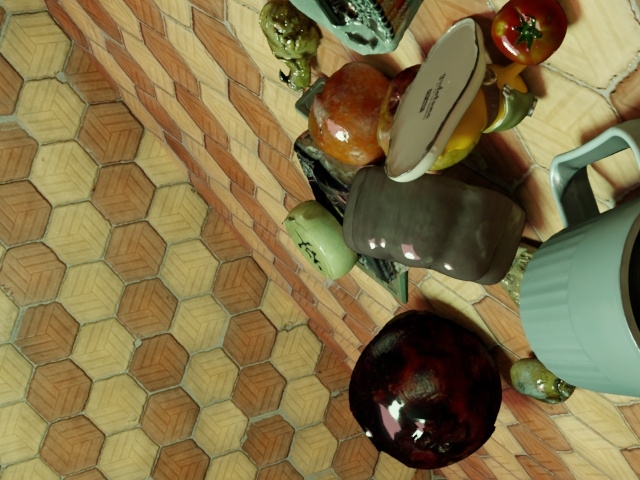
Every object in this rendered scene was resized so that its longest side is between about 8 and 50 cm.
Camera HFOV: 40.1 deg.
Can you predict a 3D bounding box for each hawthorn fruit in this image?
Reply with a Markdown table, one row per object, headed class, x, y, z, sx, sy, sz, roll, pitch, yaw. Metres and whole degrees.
| class | x | y | z | sx | sy | sz | roll | pitch | yaw |
| --- | --- | --- | --- | --- | --- | --- | --- | --- | --- |
| hawthorn fruit | 0.068 | -0.210 | 1.487 | 0.173 | 0.173 | 0.173 | 42 | 165 | 14 |

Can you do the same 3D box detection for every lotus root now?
| class | x | y | z | sx | sy | sz | roll | pitch | yaw |
| --- | --- | --- | --- | --- | --- | --- | --- | --- | --- |
| lotus root | 0.480 | 0.300 | 1.870 | 0.113 | 0.088 | 0.192 | 32 | 168 | -13 |

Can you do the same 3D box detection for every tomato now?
| class | x | y | z | sx | sy | sz | roll | pitch | yaw |
| --- | --- | --- | --- | --- | --- | --- | --- | --- | --- |
| tomato | 0.247 | -0.251 | 1.035 | 0.087 | 0.087 | 0.075 | 48 | -159 | -8 |

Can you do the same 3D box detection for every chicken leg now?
| class | x | y | z | sx | sy | sz | roll | pitch | yaw |
| --- | --- | --- | --- | --- | --- | --- | --- | --- | --- |
| chicken leg | -0.047 | -0.344 | 1.599 | 0.103 | 0.088 | 0.227 | 23 | 153 | 27 |

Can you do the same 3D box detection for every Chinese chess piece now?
| class | x | y | z | sx | sy | sz | roll | pitch | yaw |
| --- | --- | --- | --- | --- | --- | --- | --- | --- | --- |
| Chinese chess piece | 0.000 | 0.000 | 1.941 | 0.188 | 0.083 | 0.188 | 48 | 164 | 18 |

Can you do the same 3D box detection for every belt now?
| class | x | y | z | sx | sy | sz | roll | pitch | yaw |
| --- | --- | --- | --- | --- | --- | --- | --- | --- | --- |
| belt | 0.033 | -0.366 | 1.151 | 0.207 | 0.150 | 0.257 | 31 | 170 | 39 |

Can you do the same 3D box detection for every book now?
| class | x | y | z | sx | sy | sz | roll | pitch | yaw |
| --- | --- | --- | --- | --- | --- | --- | --- | --- | --- |
| book | 0.143 | 0.053 | 2.277 | 0.215 | 0.025 | 0.282 | 40 | 165 | 19 |

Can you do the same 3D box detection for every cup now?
| class | x | y | z | sx | sy | sz | roll | pitch | yaw |
| --- | --- | --- | --- | --- | --- | --- | --- | --- | --- |
| cup | 0.391 | 0.049 | 1.091 | 0.331 | 0.257 | 0.311 | 45 | 167 | -1 |

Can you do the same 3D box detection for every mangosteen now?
| class | x | y | z | sx | sy | sz | roll | pitch | yaw |
| --- | --- | --- | --- | --- | --- | --- | --- | --- | --- |
| mangosteen | 0.242 | 0.370 | 2.172 | 0.381 | 0.381 | 0.421 | 50 | 165 | -17 |

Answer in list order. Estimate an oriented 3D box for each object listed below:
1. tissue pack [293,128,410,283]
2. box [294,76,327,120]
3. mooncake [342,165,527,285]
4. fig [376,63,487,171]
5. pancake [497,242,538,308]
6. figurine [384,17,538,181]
| class | x | y | z | sx | sy | sz | roll | pitch | yaw |
| --- | --- | --- | --- | --- | --- | --- | --- | --- | --- |
| tissue pack | 0.076 | -0.081 | 1.916 | 0.245 | 0.123 | 0.332 | 40 | 163 | 44 |
| box | 0.021 | -0.244 | 1.687 | 0.122 | 0.089 | 0.062 | 41 | 175 | 19 |
| mooncake | 0.186 | -0.024 | 1.476 | 0.306 | 0.154 | 0.306 | 14 | -178 | 0 |
| fig | 0.195 | -0.162 | 1.365 | 0.159 | 0.159 | 0.257 | 32 | -178 | 43 |
| pancake | 0.416 | 0.101 | 1.578 | 0.282 | 0.049 | 0.282 | 43 | 167 | 13 |
| figurine | 0.197 | -0.159 | 1.182 | 0.141 | 0.250 | 0.166 | 31 | 169 | -23 |
